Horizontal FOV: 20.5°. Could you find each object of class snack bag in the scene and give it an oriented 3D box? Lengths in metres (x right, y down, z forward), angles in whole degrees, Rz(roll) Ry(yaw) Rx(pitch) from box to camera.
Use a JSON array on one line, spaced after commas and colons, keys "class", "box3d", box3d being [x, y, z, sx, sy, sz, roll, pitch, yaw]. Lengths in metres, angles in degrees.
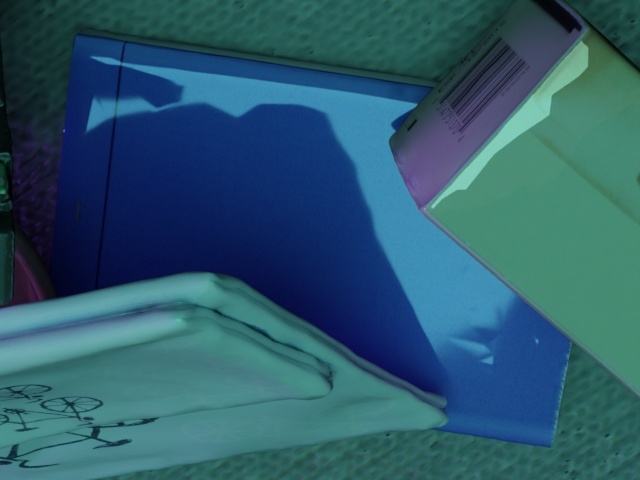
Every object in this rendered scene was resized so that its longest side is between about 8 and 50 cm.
[{"class": "snack bag", "box3d": [-0.131, 0.095, 0.953, 0.323, 0.342, 0.037, -12, 71, 19]}]

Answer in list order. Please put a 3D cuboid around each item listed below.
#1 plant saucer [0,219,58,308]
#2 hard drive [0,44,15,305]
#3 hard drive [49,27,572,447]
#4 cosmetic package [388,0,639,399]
[{"class": "plant saucer", "box3d": [-0.287, 0.029, 1.043, 0.278, 0.041, 0.278, 2, 134, 2]}, {"class": "hard drive", "box3d": [-0.278, -0.079, 0.890, 0.237, 0.339, 0.064, -2, 123, -12]}, {"class": "hard drive", "box3d": [0.000, 0.000, 1.069, 0.319, 0.040, 0.210, 9, 106, 1]}, {"class": "cosmetic package", "box3d": [0.192, 0.010, 0.965, 0.296, 0.153, 0.129, 40, 99, -16]}]
